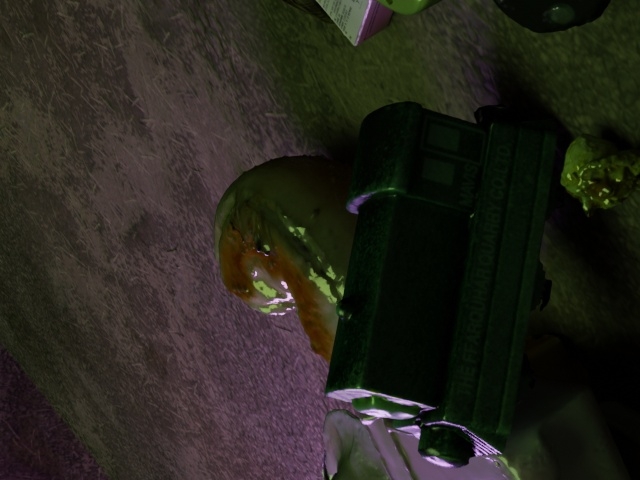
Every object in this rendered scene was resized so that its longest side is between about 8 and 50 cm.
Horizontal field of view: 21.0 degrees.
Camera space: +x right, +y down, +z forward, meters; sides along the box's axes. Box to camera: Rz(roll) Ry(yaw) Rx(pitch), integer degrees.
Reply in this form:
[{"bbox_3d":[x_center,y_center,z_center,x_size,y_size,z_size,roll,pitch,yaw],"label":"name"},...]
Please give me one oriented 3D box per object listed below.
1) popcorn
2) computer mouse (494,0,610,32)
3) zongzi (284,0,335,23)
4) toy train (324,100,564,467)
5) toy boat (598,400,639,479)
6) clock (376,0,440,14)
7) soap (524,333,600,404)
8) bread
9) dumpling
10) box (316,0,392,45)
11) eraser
[{"bbox_3d":[0.236,-0.058,1.451,0.068,0.059,0.083,60,149,-5],"label":"popcorn"},{"bbox_3d":[0.160,-0.259,1.296,0.122,0.073,0.217,-7,128,25],"label":"computer mouse"},{"bbox_3d":[-0.070,-0.290,1.769,0.184,0.084,0.187,53,166,-16],"label":"zongzi"},{"bbox_3d":[0.101,0.028,1.519,0.138,0.178,0.330,157,126,-67],"label":"toy train"},{"bbox_3d":[0.377,0.275,1.558,0.276,0.111,0.293,64,169,-11],"label":"toy boat"},{"bbox_3d":[0.025,-0.379,1.391,0.286,0.117,0.348,42,153,33],"label":"clock"},{"bbox_3d":[0.232,0.207,1.775,0.160,0.080,0.257,37,150,40],"label":"soap"},{"bbox_3d":[-0.003,-0.005,1.867,0.314,0.171,0.192,25,139,51],"label":"bread"},{"bbox_3d":[0.096,0.316,2.146,0.293,0.163,0.204,15,99,60],"label":"dumpling"},{"bbox_3d":[0.033,-0.254,1.633,0.089,0.043,0.125,52,157,13],"label":"box"},{"bbox_3d":[0.209,0.299,1.683,0.272,0.122,0.359,10,132,58],"label":"eraser"}]
